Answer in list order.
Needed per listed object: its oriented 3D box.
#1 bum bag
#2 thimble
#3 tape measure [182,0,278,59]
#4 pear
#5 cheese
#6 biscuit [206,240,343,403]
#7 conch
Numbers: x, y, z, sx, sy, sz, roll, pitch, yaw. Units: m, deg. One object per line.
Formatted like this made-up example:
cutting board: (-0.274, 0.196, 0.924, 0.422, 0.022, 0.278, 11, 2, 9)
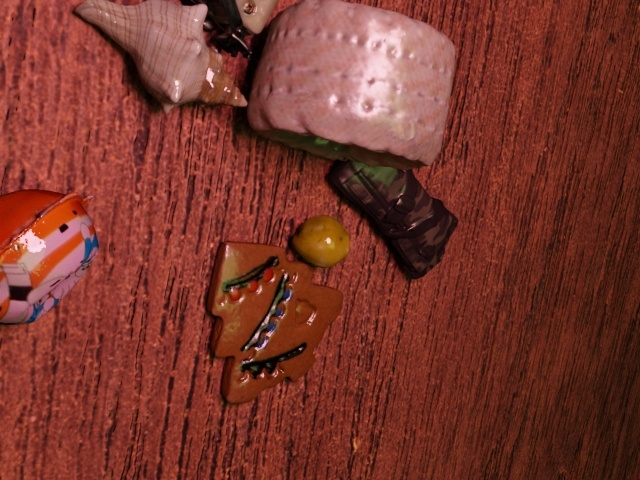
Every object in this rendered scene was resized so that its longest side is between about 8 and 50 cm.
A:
bum bag: (0.148, -0.063, 1.330, 0.144, 0.095, 0.340, -44, 126, -3)
thimble: (0.048, -0.222, 1.088, 0.292, 0.291, 0.195, 11, 92, -41)
tape measure: (-0.124, -0.402, 0.992, 0.207, 0.115, 0.235, 34, 81, -43)
pear: (0.000, 0.000, 1.226, 0.097, 0.092, 0.092, -7, 110, -5)
cheese: (-0.375, 0.045, 0.844, 0.129, 0.217, 0.329, 41, 38, -5)
biscuit: (-0.092, 0.123, 1.216, 0.278, 0.043, 0.301, -46, 127, -21)
conch: (-0.187, -0.244, 0.971, 0.137, 0.114, 0.234, -36, 137, 8)
